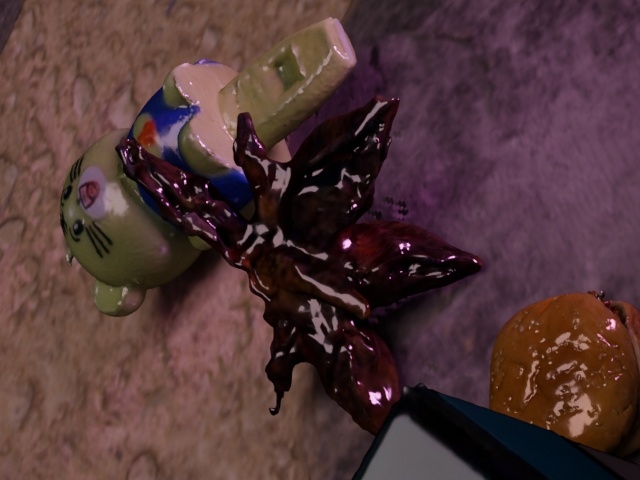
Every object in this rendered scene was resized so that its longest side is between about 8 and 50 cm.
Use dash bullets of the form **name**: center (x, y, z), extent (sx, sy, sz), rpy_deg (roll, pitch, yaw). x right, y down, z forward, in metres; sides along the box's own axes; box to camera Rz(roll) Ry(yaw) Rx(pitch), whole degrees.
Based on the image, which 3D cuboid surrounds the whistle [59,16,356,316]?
- **whistle**: center (-0.068, -0.045, 0.952), extent (0.227, 0.085, 0.105), rpy_deg (-37, 58, 30)

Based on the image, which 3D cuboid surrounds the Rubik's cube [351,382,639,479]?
- **Rubik's cube**: center (0.093, 0.180, 0.610), extent (0.167, 0.180, 0.183), rpy_deg (33, 100, 49)

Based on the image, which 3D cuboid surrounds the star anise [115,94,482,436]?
- **star anise**: center (0.002, -0.001, 0.854), extent (0.157, 0.053, 0.212), rpy_deg (-36, 78, 24)

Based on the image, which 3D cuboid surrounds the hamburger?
- **hamburger**: center (0.107, 0.063, 0.749), extent (0.076, 0.044, 0.083), rpy_deg (-27, 58, 38)
